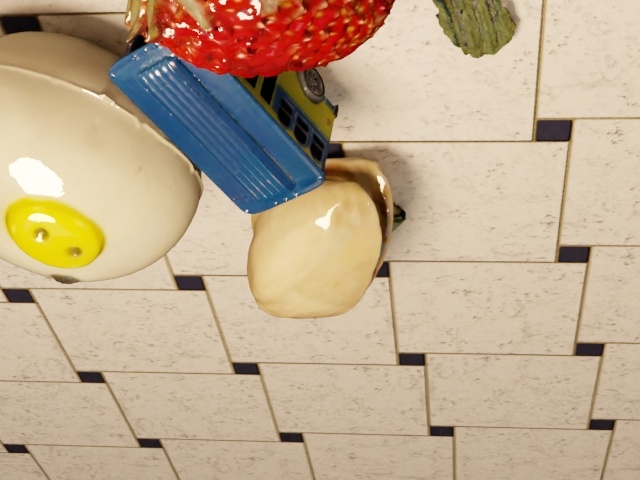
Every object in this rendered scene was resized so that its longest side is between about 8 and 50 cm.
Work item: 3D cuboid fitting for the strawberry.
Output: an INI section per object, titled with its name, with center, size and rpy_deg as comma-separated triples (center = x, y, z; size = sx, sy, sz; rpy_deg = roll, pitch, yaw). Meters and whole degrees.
[strawberry]
center = -0.040, -0.316, 1.352
size = 0.343, 0.292, 0.292
rpy_deg = -2, 154, -31

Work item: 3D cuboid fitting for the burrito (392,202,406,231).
[burrito]
center = 0.080, -0.021, 1.968
size = 0.074, 0.044, 0.118
rpy_deg = 6, 150, -29

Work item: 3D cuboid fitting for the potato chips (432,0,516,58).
[potato chips]
center = 0.184, -0.293, 1.548
size = 0.092, 0.028, 0.207
rpy_deg = -11, 146, 20

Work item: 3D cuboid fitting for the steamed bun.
[steamed bun]
center = -0.339, -0.107, 1.648
size = 0.374, 0.334, 0.334
rpy_deg = 34, 138, -29

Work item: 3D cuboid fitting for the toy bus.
[toy bus]
center = -0.116, -0.190, 1.588
size = 0.138, 0.175, 0.287
rpy_deg = -22, 128, 31

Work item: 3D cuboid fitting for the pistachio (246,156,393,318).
[pistachio]
center = 0.000, 0.000, 1.862
size = 0.214, 0.193, 0.318
rpy_deg = 46, 139, 1
